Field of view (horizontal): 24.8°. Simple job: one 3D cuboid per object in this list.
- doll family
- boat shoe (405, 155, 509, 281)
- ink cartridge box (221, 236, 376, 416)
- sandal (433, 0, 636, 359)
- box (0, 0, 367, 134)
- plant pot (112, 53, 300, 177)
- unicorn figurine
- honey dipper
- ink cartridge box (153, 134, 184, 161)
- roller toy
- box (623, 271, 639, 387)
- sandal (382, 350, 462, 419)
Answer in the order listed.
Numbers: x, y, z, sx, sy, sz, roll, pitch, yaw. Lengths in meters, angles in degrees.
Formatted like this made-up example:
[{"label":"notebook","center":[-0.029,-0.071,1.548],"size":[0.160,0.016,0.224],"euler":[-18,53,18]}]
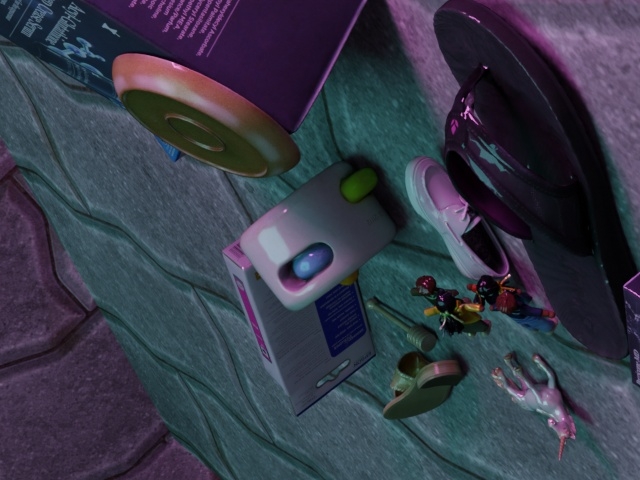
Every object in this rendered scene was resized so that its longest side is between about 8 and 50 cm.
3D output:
[{"label":"doll family","center":[0.195,0.078,1.755],"size":[0.193,0.076,0.111],"euler":[-10,152,30]},{"label":"boat shoe","center":[0.167,-0.024,1.746],"size":[0.063,0.066,0.184],"euler":[2,126,54]},{"label":"ink cartridge box","center":[-0.025,0.102,2.247],"size":[0.069,0.176,0.371],"euler":[38,156,40]},{"label":"sandal","center":[0.219,-0.042,1.515],"size":[0.167,0.107,0.446],"euler":[19,141,60]},{"label":"box","center":[-0.190,-0.286,1.685],"size":[0.395,0.212,0.293],"euler":[30,165,-14]},{"label":"plant pot","center":[-0.134,-0.131,1.634],"size":[0.236,0.032,0.236],"euler":[26,166,7]},{"label":"unicorn figurine","center":[0.283,0.204,1.893],"size":[0.111,0.060,0.162],"euler":[57,177,-11]},{"label":"honey dipper","center":[0.117,0.121,2.180],"size":[0.161,0.030,0.030],"euler":[36,155,52]},{"label":"ink cartridge box","center":[-0.198,-0.265,2.025],"size":[0.232,0.168,0.171],"euler":[53,162,3]},{"label":"roller toy","center":[0.000,0.000,1.983],"size":[0.146,0.191,0.209],"euler":[53,161,0]},{"label":"box","center":[0.384,0.108,1.409],"size":[0.158,0.093,0.156],"euler":[39,157,40]},{"label":"sandal","center":[0.152,0.201,2.199],"size":[0.240,0.088,0.079],"euler":[124,140,-63]}]
